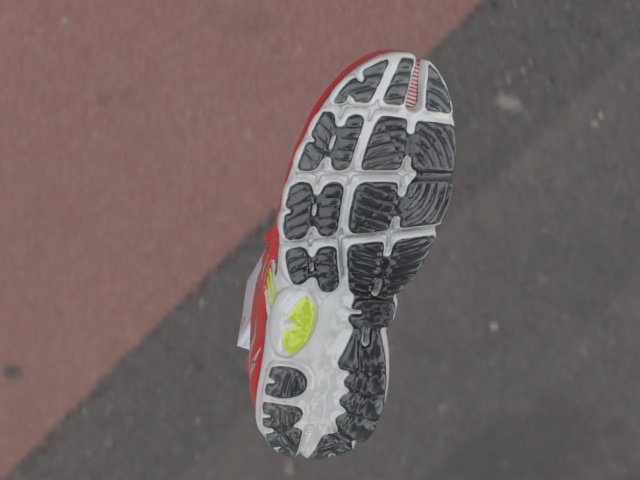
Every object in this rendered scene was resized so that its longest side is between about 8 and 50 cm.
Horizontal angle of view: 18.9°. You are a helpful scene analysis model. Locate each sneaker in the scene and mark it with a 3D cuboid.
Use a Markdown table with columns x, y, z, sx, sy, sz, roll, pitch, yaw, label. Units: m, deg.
| x | y | z | sx | sy | sz | roll | pitch | yaw | label |
| --- | --- | --- | --- | --- | --- | --- | --- | --- | --- |
| 0.000 | 0.000 | 1.210 | 0.107 | 0.118 | 0.279 | 7 | 115 | -22 | sneaker |

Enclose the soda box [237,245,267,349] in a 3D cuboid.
| x | y | z | sx | sy | sz | roll | pitch | yaw | label |
| --- | --- | --- | --- | --- | --- | --- | --- | --- | --- |
| 0.011 | -0.001 | 1.404 | 0.069 | 0.074 | 0.216 | 20 | 132 | -13 | soda box |
